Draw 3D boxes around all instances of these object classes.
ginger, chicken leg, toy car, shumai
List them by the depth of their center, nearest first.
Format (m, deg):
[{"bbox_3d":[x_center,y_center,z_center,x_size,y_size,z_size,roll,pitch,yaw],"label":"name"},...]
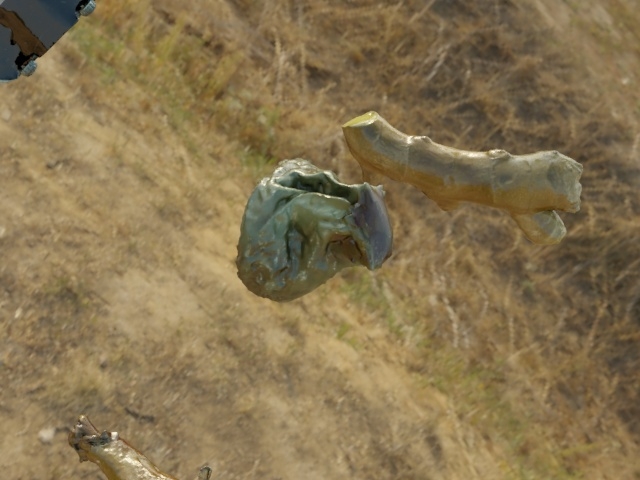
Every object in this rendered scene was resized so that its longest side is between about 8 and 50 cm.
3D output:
[{"bbox_3d":[-0.172,0.253,0.984,0.207,0.085,0.101,41,33,6],"label":"chicken leg"},{"bbox_3d":[0.166,-0.087,1.145,0.299,0.118,0.065,19,24,5],"label":"ginger"},{"bbox_3d":[-0.384,-0.297,1.271,0.095,0.205,0.056,42,12,-33],"label":"toy car"},{"bbox_3d":[0.000,0.000,1.462,0.222,0.260,0.225,18,82,5],"label":"shumai"}]
